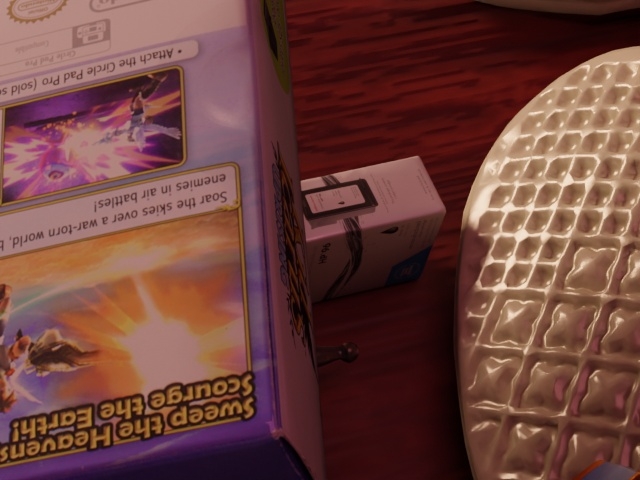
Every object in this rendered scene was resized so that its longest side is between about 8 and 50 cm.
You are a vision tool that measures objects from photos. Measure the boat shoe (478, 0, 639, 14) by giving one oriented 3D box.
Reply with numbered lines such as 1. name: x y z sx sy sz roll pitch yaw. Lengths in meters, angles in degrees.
1. boat shoe: 0.196 -0.148 0.774 0.305 0.109 0.091 7 59 -3

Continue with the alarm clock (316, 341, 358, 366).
1. alarm clock: -0.091 0.037 0.615 0.192 0.064 0.129 20 54 6

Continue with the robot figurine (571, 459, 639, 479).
1. robot figurine: 0.133 0.119 0.464 0.291 0.085 0.211 -44 49 7

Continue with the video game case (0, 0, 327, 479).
1. video game case: -0.140 -0.005 0.571 0.270 0.061 0.244 -12 54 10

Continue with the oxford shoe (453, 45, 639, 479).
1. oxford shoe: 0.169 0.119 0.581 0.169 0.130 0.449 -37 51 17

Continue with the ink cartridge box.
1. ink cartridge box: 0.000 0.000 0.665 0.083 0.048 0.028 -13 59 -19
